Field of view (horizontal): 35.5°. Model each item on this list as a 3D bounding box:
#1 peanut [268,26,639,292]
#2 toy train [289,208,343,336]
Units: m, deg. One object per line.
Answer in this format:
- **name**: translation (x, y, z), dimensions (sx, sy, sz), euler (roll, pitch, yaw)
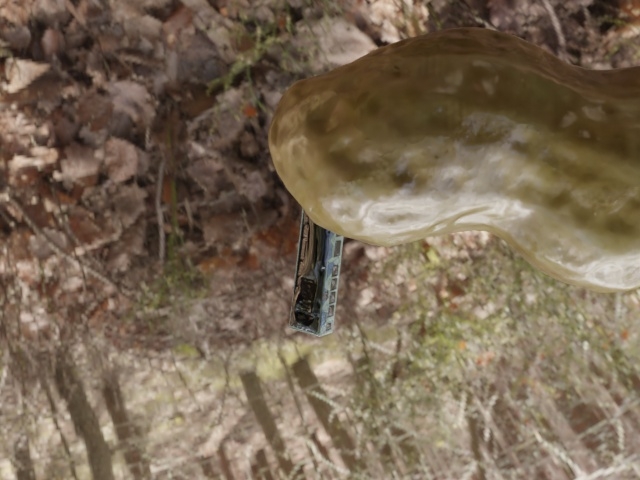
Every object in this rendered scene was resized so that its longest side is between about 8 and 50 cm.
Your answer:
- **peanut**: translation (0.077, -0.028, 0.365), dimensions (0.193, 0.089, 0.089), euler (7, 129, -5)
- **toy train**: translation (0.000, 0.000, 1.100), dimensions (0.047, 0.043, 0.207), euler (-10, 109, -54)
